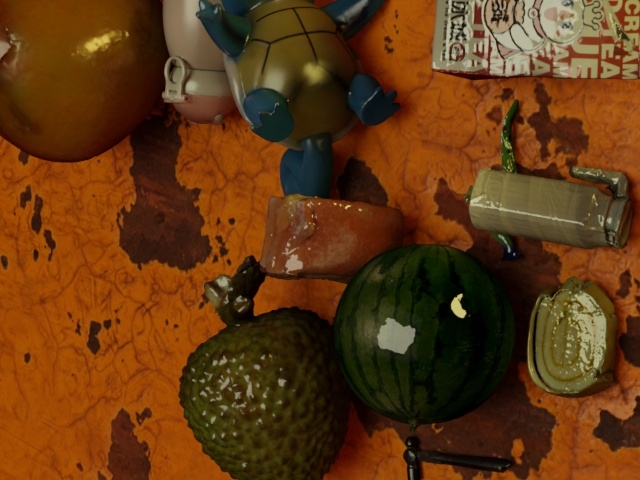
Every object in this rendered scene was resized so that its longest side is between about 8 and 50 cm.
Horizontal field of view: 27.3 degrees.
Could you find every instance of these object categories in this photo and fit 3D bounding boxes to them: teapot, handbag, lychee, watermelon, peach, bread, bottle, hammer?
[{"bbox_3d":[0.302,-0.051,1.687,0.200,0.077,0.107,12,66,26],"label":"teapot"},{"bbox_3d":[0.300,-0.281,1.665,0.298,0.151,0.171,10,101,34],"label":"handbag"},{"bbox_3d":[-0.080,0.212,1.921,0.270,0.270,0.320,-6,126,41],"label":"lychee"},{"bbox_3d":[0.136,0.124,1.742,0.242,0.242,0.242,0,90,41],"label":"watermelon"},{"bbox_3d":[-0.417,-0.304,2.141,0.290,0.372,0.373,27,107,40],"label":"peach"},{"bbox_3d":[0.326,0.125,1.689,0.117,0.064,0.156,8,94,36],"label":"bread"},{"bbox_3d":[-0.179,-0.298,2.078,0.147,0.147,0.237,14,104,40],"label":"bottle"},{"bbox_3d":[0.011,0.001,1.855,0.190,0.244,0.123,5,90,26],"label":"bread"},{"bbox_3d":[0.192,0.311,1.838,0.178,0.021,0.065,-2,90,38],"label":"hammer"}]

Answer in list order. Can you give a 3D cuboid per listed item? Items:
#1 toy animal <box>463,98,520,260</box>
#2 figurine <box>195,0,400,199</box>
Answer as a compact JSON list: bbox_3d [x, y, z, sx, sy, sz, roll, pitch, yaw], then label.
[{"bbox_3d":[0.234,-0.081,1.780,0.075,0.041,0.217,-1,87,26],"label":"toy animal"},{"bbox_3d":[-0.025,-0.249,1.908,0.243,0.297,0.416,178,79,-76],"label":"figurine"}]
